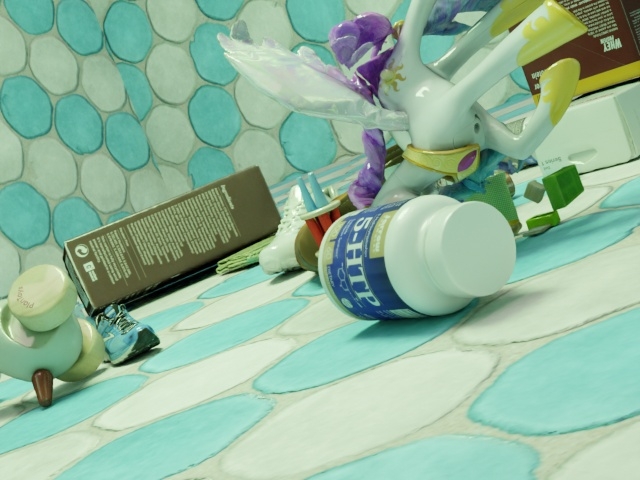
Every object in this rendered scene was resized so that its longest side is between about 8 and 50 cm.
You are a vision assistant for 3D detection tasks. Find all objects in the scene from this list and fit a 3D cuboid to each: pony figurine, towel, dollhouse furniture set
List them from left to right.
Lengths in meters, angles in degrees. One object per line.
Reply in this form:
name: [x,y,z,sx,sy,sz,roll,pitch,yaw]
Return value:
towel: [-0.105,0.019,2.110,0.148,0.027,0.110,-28,7,-39]
pony figurine: [0.097,-0.159,1.315,0.303,0.351,0.363,17,-62,-45]
dollhouse furniture set: [0.214,-0.040,1.335,0.152,0.076,0.059,-15,8,39]

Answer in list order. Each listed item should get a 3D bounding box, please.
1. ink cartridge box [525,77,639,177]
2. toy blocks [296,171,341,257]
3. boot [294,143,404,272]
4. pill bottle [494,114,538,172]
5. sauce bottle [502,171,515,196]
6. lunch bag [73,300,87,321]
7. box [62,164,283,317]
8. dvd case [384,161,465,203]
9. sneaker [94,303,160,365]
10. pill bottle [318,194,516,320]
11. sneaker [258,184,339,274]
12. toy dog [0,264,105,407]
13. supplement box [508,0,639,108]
ink cartridge box: [0.416,-0.171,1.675,0.219,0.092,0.160,-27,8,-42]
toy blocks: [0.041,-0.024,1.446,0.123,0.148,0.054,-24,7,-20]
boot: [0.089,-0.046,1.633,0.283,0.109,0.220,-39,-2,1]
pill bottle: [0.325,-0.156,1.921,0.137,0.078,0.078,-16,8,41]
sauce bottle: [0.204,-0.055,1.641,0.128,0.042,0.042,-23,7,-17]
lunch bag: [-0.409,0.139,1.911,0.083,0.071,0.053,-17,9,39]
box: [-0.274,0.003,2.211,0.381,0.143,0.191,-25,-3,-15]
dvd case: [0.138,-0.050,1.499,0.087,0.119,0.013,-21,-16,1]
sneaker: [-0.268,0.121,1.588,0.063,0.073,0.162,-25,8,-30]
pill bottle: [0.090,0.016,1.114,0.112,0.112,0.187,-26,7,-31]
sneaker: [-0.033,-0.022,1.816,0.090,0.115,0.232,-18,7,32]
toy dog: [-0.433,0.156,1.520,0.334,0.220,0.161,-23,44,26]
supplement box: [0.378,-0.313,1.682,0.129,0.194,0.191,-27,8,-41]
